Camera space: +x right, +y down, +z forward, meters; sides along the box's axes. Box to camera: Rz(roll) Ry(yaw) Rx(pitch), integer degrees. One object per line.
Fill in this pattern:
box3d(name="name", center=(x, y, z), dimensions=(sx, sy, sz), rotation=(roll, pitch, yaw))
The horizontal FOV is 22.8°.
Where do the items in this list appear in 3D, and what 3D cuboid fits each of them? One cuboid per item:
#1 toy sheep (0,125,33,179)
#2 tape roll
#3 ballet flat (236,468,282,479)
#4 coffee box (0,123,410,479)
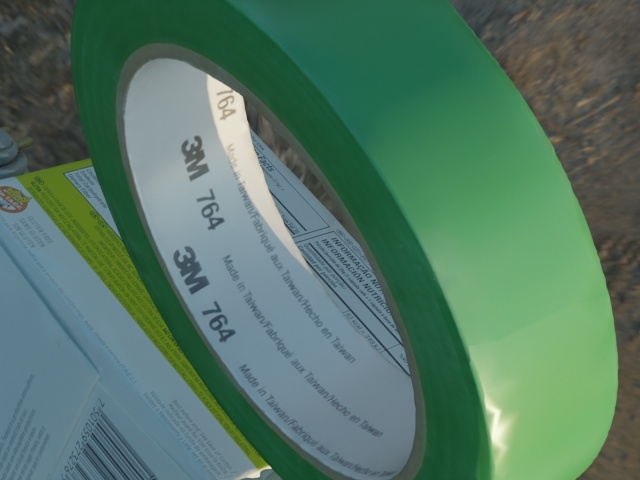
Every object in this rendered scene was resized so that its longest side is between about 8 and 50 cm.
box3d(name="toy sheep", center=(-0.326, -0.069, 1.552), dimensions=(0.091, 0.091, 0.132), rotation=(3, 115, -2))
box3d(name="tape roll", center=(0.000, 0.000, 0.753), dimensions=(0.077, 0.321, 0.321), rotation=(-30, 91, -25))
box3d(name="ballet flat", center=(-0.072, 0.216, 1.077), dimensions=(0.086, 0.086, 0.248), rotation=(46, 67, -1))
box3d(name="coffee box", center=(-0.138, 0.147, 1.432), dimensions=(0.338, 0.334, 0.337), rotation=(47, 129, 21))
